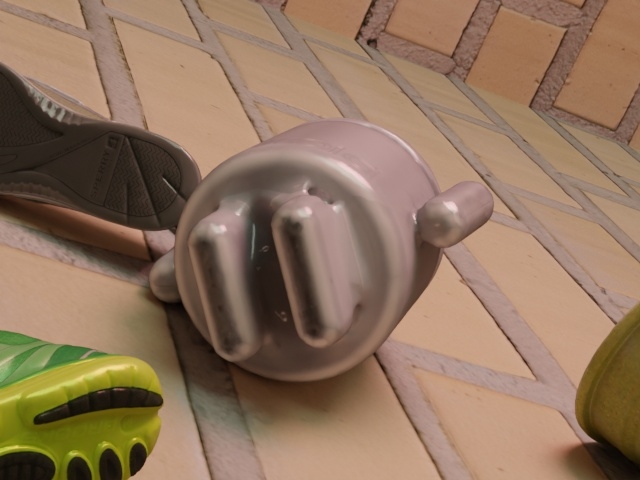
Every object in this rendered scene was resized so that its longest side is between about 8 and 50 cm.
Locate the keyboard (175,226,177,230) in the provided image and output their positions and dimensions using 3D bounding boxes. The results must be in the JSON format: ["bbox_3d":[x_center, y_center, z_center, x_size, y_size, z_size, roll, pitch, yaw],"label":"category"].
[{"bbox_3d":[-0.078,-0.007,1.419,0.180,0.023,0.108,5,32,-49],"label":"keyboard"}]

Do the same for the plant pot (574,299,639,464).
[{"bbox_3d":[0.413,0.173,1.204,0.276,0.276,0.254,8,35,-43],"label":"plant pot"}]

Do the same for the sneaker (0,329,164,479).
[{"bbox_3d":[-0.233,0.106,0.780,0.296,0.109,0.124,6,3,-43],"label":"sneaker"}]

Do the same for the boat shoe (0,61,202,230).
[{"bbox_3d":[-0.257,-0.087,1.260,0.321,0.118,0.103,18,-5,6],"label":"boat shoe"}]

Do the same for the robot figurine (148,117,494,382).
[{"bbox_3d":[0.000,0.000,1.194,0.300,0.199,0.353,-7,10,16],"label":"robot figurine"}]
